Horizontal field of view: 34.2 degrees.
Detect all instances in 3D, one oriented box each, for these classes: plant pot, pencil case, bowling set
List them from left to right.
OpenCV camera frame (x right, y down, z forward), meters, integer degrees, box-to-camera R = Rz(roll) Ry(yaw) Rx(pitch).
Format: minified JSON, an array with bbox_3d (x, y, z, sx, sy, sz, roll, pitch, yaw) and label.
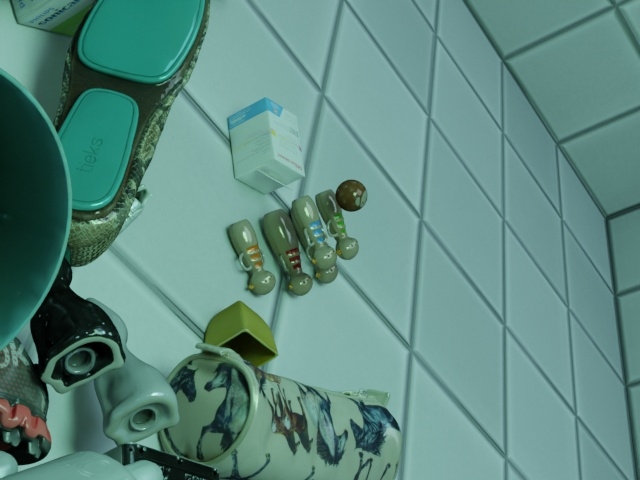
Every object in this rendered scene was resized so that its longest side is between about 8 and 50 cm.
[{"bbox_3d":[-0.402,-0.041,0.884,0.293,0.235,0.292,-20,119,-39],"label":"plant pot"},{"bbox_3d":[-0.121,0.139,1.538,0.081,0.081,0.083,42,24,-38],"label":"plant pot"},{"bbox_3d":[-0.047,0.266,1.475,0.410,0.160,0.183,28,63,-50],"label":"pencil case"},{"bbox_3d":[0.000,0.000,1.737,0.287,0.200,0.154,-21,89,-59],"label":"bowling set"}]

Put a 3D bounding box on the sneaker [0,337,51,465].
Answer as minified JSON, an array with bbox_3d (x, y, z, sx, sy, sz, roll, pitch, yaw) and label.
[{"bbox_3d":[-0.382,0.127,1.062,0.276,0.098,0.135,43,36,-41],"label":"sneaker"}]

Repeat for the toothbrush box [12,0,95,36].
[{"bbox_3d":[-0.331,-0.411,1.536,0.283,0.122,0.206,0,69,-59],"label":"toothbrush box"}]

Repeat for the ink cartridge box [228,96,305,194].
[{"bbox_3d":[-0.093,-0.154,1.792,0.092,0.090,0.143,28,48,-50],"label":"ink cartridge box"}]

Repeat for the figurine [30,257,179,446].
[{"bbox_3d":[-0.267,0.113,1.220,0.209,0.092,0.215,54,-3,45],"label":"figurine"}]

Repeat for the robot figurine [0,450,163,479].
[{"bbox_3d":[-0.278,0.317,0.952,0.300,0.199,0.353,41,33,28],"label":"robot figurine"}]

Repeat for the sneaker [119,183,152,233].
[{"bbox_3d":[-0.279,-0.036,1.408,0.053,0.061,0.152,57,30,-21],"label":"sneaker"}]

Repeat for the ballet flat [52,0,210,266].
[{"bbox_3d":[-0.270,-0.173,1.378,0.164,0.182,0.482,17,56,-5],"label":"ballet flat"}]

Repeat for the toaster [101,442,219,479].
[{"bbox_3d":[-0.197,0.344,1.208,0.168,0.110,0.185,31,44,-47],"label":"toaster"}]
